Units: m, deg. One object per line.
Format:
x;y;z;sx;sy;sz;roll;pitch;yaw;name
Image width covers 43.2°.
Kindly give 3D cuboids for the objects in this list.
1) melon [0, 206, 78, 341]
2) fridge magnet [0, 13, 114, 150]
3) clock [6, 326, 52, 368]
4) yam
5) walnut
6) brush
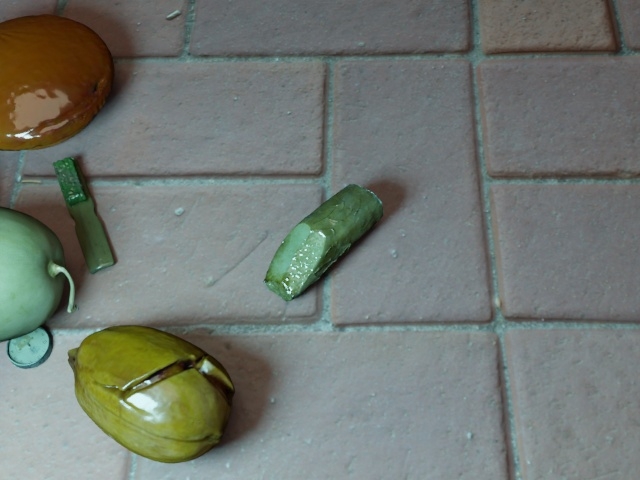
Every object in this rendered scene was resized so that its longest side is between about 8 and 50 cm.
-0.608;0.062;1.457;0.308;0.272;0.271;-13;60;-14;melon
-0.623;-0.338;1.738;0.364;0.155;0.363;-1;60;2;fridge magnet
-0.544;0.198;1.510;0.085;0.017;0.085;-1;61;2;clock
0.000;0.000;1.550;0.106;0.106;0.259;40;68;22;yam
-0.302;0.248;1.371;0.336;0.209;0.209;18;63;21;walnut
-0.484;-0.059;1.639;0.054;0.048;0.282;-24;63;-7;brush
